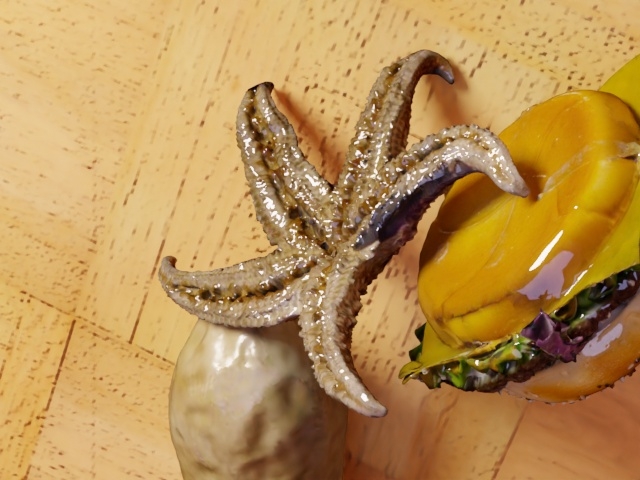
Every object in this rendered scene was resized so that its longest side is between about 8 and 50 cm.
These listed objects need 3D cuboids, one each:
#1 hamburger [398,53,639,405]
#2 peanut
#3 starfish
[{"bbox_3d":[0.117,0.005,0.887,0.093,0.164,0.189,35,146,-21],"label":"hamburger"},{"bbox_3d":[-0.027,0.141,1.026,0.117,0.101,0.263,28,127,57],"label":"peanut"},{"bbox_3d":[0.005,0.003,0.910,0.213,0.238,0.057,-33,133,27],"label":"starfish"}]
